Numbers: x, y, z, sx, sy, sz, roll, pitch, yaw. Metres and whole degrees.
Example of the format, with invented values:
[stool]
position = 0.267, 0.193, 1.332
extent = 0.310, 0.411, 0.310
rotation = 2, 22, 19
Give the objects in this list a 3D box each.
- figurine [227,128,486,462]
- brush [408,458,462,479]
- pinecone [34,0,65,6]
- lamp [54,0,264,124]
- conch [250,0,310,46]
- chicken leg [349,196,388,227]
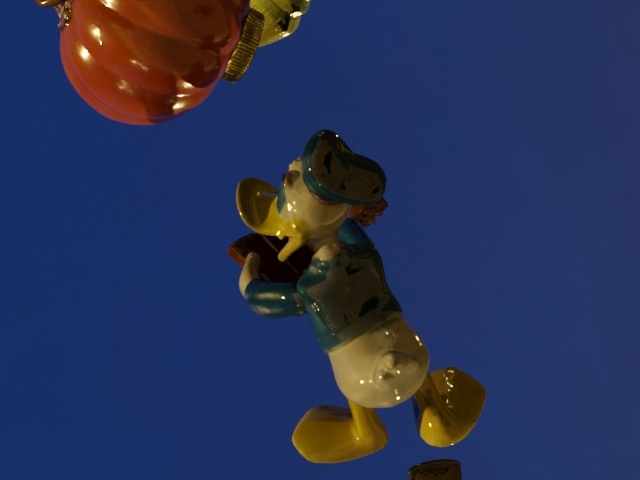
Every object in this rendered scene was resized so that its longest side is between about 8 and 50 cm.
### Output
[figurine]
position = 0.022, 0.021, 1.020
extent = 0.204, 0.283, 0.338
rotation = -23, -46, -18
[brush]
position = 0.134, 0.339, 1.153
extent = 0.063, 0.016, 0.193
rotation = -6, -87, -12
[pinecone]
position = -0.201, -0.310, 0.753
extent = 0.257, 0.243, 0.243
rotation = 70, -147, -55
[lamp]
position = -0.154, -0.216, 0.971
extent = 0.196, 0.223, 0.223
rotation = 20, -115, -20
[conch]
position = -0.085, -0.341, 1.556
extent = 0.079, 0.201, 0.095
rotation = -98, -13, -73
[chicken leg]
position = 0.003, -0.002, 1.430
extent = 0.053, 0.205, 0.093
rotation = 52, -161, -8
